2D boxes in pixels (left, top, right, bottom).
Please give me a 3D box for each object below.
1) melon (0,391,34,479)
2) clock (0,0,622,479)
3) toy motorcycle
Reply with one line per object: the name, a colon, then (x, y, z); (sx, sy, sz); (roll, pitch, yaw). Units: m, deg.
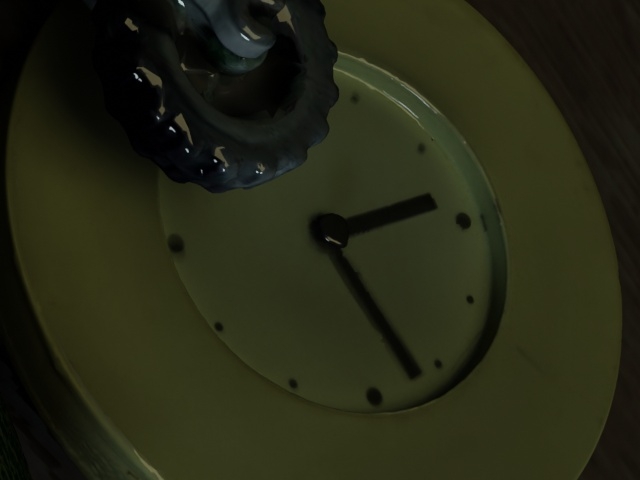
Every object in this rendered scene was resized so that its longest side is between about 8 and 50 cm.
melon: (-0.158, 0.084, 0.459); (0.182, 0.182, 0.288); (-20, 103, -38)
clock: (0.000, 0.000, 0.629); (0.235, 0.029, 0.235); (14, 61, -27)
toy motorcycle: (-0.040, -0.150, 0.593); (0.159, 0.106, 0.270); (27, 59, -26)
